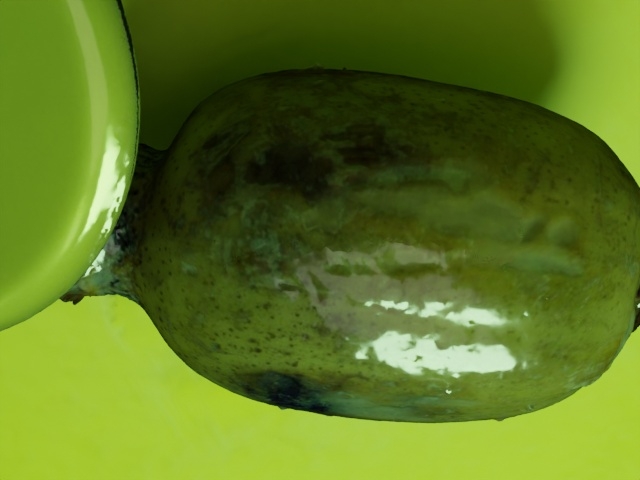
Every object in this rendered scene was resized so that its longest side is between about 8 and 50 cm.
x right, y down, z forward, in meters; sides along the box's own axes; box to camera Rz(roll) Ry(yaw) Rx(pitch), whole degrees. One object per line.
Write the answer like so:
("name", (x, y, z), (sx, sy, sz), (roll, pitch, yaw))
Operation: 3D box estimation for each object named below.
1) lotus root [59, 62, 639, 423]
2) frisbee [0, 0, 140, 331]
("lotus root", (0.000, 0.002, 0.537), (0.278, 0.154, 0.154), (9, 124, -5))
("frisbee", (-0.177, -0.063, 0.478), (0.236, 0.017, 0.235), (6, 116, 13))
